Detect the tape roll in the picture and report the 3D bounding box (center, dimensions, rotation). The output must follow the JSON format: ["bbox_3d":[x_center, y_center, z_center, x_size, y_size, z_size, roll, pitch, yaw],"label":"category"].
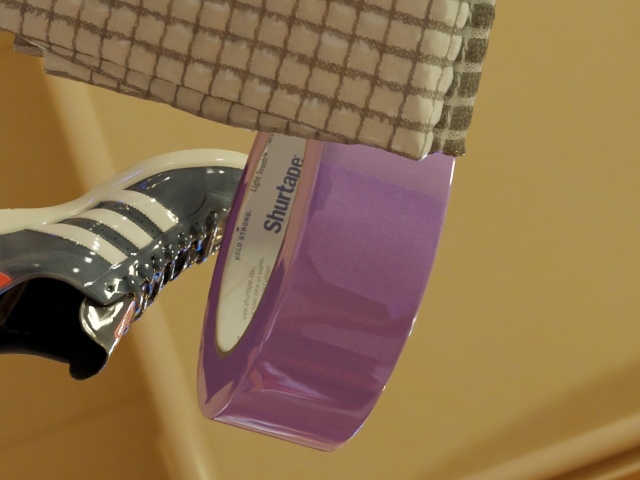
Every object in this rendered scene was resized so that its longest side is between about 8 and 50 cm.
[{"bbox_3d":[0.000,0.000,1.267,0.275,0.090,0.274,-163,-90,-78],"label":"tape roll"}]

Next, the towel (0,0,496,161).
[{"bbox_3d":[-0.036,-0.183,0.988,0.121,0.284,0.235,-19,123,-66],"label":"towel"}]

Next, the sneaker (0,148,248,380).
[{"bbox_3d":[-0.172,0.033,1.566,0.148,0.350,0.131,55,-29,32],"label":"sneaker"}]
